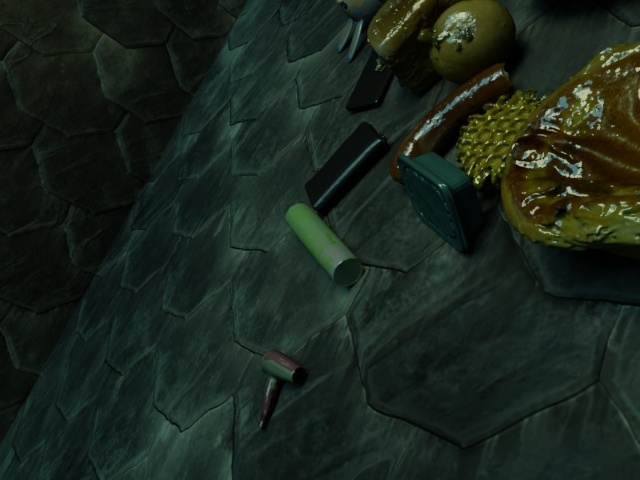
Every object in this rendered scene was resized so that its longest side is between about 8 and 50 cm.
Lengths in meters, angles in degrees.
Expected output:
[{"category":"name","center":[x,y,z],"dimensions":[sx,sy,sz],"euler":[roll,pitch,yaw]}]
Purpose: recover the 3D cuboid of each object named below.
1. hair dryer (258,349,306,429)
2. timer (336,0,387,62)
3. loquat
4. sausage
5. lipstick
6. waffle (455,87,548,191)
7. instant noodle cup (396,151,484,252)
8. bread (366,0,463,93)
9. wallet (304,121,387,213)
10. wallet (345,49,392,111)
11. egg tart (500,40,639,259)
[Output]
[{"category":"hair dryer","center":[-0.093,0.314,1.081],"dimensions":[0.106,0.054,0.154],"euler":[17,87,51]},{"category":"timer","center":[0.102,-0.688,1.551],"dimensions":[0.255,0.175,0.175],"euler":[-46,35,18]},{"category":"loquat","center":[0.295,-0.399,1.054],"dimensions":[0.172,0.205,0.149],"euler":[126,144,-67]},{"category":"sausage","center":[0.256,-0.233,1.055],"dimensions":[0.302,0.076,0.102],"euler":[-41,33,22]},{"category":"lipstick","center":[0.000,0.000,1.188],"dimensions":[0.076,0.076,0.304],"euler":[-52,35,7]},{"category":"waffle","center":[0.331,-0.175,0.923],"dimensions":[0.197,0.070,0.193],"euler":[-39,37,20]},{"category":"instant noodle cup","center":[0.218,-0.080,0.929],"dimensions":[0.070,0.157,0.179],"euler":[-31,35,-3]},{"category":"bread","center":[0.220,-0.477,1.196],"dimensions":[0.246,0.196,0.176],"euler":[-41,41,22]},{"category":"wallet","center":[0.060,-0.186,1.295],"dimensions":[0.250,0.044,0.149],"euler":[-46,31,15]},{"category":"wallet","center":[0.155,-0.455,1.410],"dimensions":[0.124,0.025,0.244],"euler":[1,62,52]},{"category":"egg tart","center":[0.413,-0.110,0.687],"dimensions":[0.352,0.153,0.339],"euler":[-8,56,49]}]
